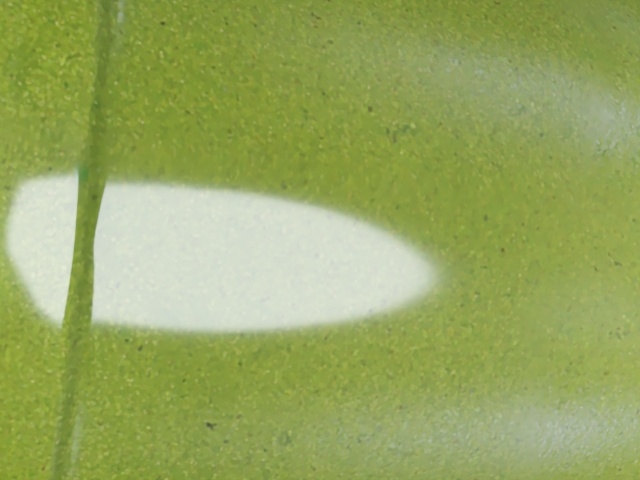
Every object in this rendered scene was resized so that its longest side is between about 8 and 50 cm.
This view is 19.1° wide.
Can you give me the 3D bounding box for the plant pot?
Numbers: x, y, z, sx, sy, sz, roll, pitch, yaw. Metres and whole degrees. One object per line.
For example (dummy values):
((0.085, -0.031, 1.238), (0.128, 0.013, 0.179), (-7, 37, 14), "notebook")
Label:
((0.000, 0.000, 0.728), (0.353, 0.366, 0.367), (6, 103, -11), "plant pot")
